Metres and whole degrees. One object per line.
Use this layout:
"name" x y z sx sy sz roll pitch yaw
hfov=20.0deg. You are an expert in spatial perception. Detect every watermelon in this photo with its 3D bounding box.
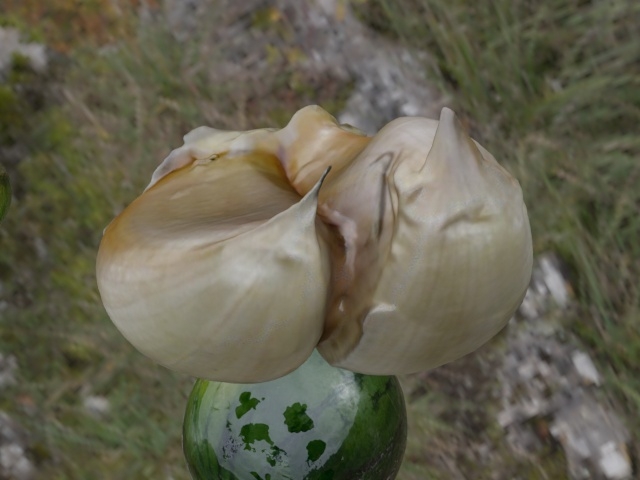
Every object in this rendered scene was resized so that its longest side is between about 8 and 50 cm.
"watermelon" -0.026 0.198 1.908 0.242 0.242 0.242 -13 53 17

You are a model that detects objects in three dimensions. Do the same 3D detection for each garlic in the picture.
"garlic" 0.000 0.000 1.312 0.313 0.286 0.249 33 105 63

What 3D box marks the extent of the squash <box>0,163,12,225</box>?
"squash" -0.350 -0.010 1.629 0.188 0.095 0.095 -29 48 22
